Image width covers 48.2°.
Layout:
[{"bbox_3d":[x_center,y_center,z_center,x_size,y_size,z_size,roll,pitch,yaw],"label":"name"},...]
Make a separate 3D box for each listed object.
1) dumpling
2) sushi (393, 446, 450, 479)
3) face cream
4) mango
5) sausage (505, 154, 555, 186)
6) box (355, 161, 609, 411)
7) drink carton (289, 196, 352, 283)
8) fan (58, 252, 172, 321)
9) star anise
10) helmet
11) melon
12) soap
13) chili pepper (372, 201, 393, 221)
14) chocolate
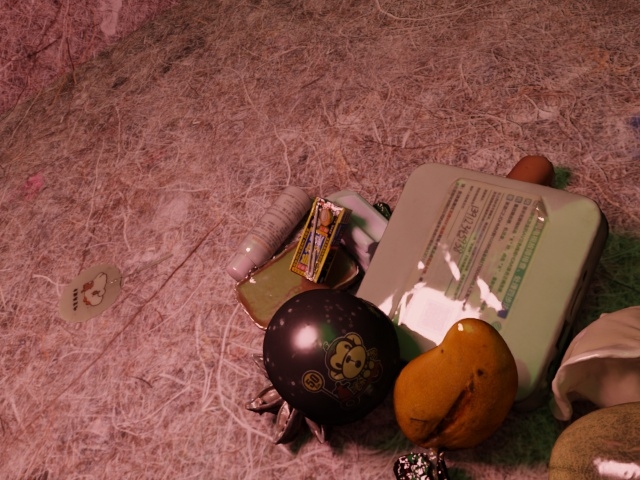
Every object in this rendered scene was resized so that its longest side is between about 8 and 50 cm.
[{"bbox_3d":[0.497,0.175,1.100,0.317,0.243,0.187,-19,60,12],"label":"dumpling"},{"bbox_3d":[0.166,0.387,1.155,0.094,0.098,0.084,-18,45,6],"label":"sushi"},{"bbox_3d":[-0.125,-0.013,1.692,0.081,0.082,0.269,18,58,37],"label":"face cream"},{"bbox_3d":[0.212,0.244,1.143,0.177,0.295,0.120,29,50,7],"label":"mango"},{"bbox_3d":[0.394,-0.072,1.497,0.086,0.086,0.289,23,63,39],"label":"sausage"},{"bbox_3d":[0.285,0.070,1.326,0.396,0.111,0.396,19,80,36],"label":"box"},{"bbox_3d":[0.000,0.000,1.473,0.071,0.056,0.166,24,97,25],"label":"drink carton"},{"bbox_3d":[-0.526,0.102,1.826,0.328,0.009,0.191,-24,43,4],"label":"fan"},{"bbox_3d":[-0.020,0.272,1.353,0.223,0.109,0.236,-10,62,28],"label":"star anise"},{"bbox_3d":[-0.007,0.178,1.232,0.278,0.160,0.231,34,86,39],"label":"helmet"},{"bbox_3d":[0.470,0.340,0.952,0.329,0.249,0.249,2,49,38],"label":"melon"},{"bbox_3d":[0.078,-0.024,1.566,0.091,0.145,0.230,-28,47,-15],"label":"soap"},{"bbox_3d":[0.179,-0.011,1.541,0.062,0.108,0.216,-55,44,17],"label":"chili pepper"},{"bbox_3d":[-0.049,0.098,1.549,0.261,0.083,0.161,-32,60,-5],"label":"chocolate"}]
